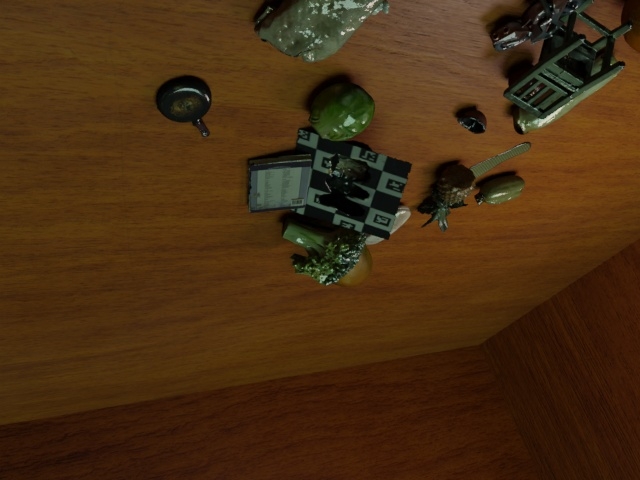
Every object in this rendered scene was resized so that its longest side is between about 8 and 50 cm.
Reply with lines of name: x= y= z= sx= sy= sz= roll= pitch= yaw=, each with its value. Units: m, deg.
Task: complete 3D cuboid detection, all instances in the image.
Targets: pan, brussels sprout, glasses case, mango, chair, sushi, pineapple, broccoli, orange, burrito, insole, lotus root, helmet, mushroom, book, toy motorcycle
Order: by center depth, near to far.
burrito: x=0.041 y=-0.450 z=1.286 sx=0.348 sy=0.107 sz=0.175 roll=-33 pitch=154 yaw=30
pan: x=-0.272 y=-0.265 z=1.500 sx=0.115 sy=0.040 sz=0.212 roll=-16 pitch=155 yaw=2
toy motorcycle: x=0.469 y=-0.490 z=1.565 sx=0.212 sy=0.084 sz=0.118 roll=-28 pitch=163 yaw=26
brussels sprout: x=0.049 y=-0.288 z=1.609 sx=0.155 sy=0.117 sz=0.155 roll=-26 pitch=156 yaw=-12
orange: x=0.800 y=-0.528 z=1.638 sx=0.224 sy=0.170 sz=0.224 roll=-25 pitch=166 yaw=-7
chair: x=0.574 y=-0.424 z=1.668 sx=0.136 sy=0.147 sz=0.270 roll=26 pitch=155 yaw=-15
book: x=-0.110 y=-0.146 z=1.857 sx=0.158 sy=0.026 sz=0.231 roll=-7 pitch=152 yaw=-10
sushi: x=0.080 y=-0.174 z=1.879 sx=0.296 sy=0.100 sz=0.373 roll=17 pitch=150 yaw=5
helmet: x=0.408 y=-0.325 z=1.894 sx=0.084 sy=0.049 sz=0.065 roll=31 pitch=163 yaw=-28
mushroom: x=0.658 y=-0.390 z=1.919 sx=0.312 sy=0.081 sz=0.100 roll=-33 pitch=159 yaw=22
broccoli: x=0.000 y=0.000 z=2.102 sx=0.243 sy=0.247 sz=0.263 roll=25 pitch=164 yaw=-14
pineapple: x=0.385 y=-0.126 z=2.212 sx=0.130 sy=0.119 sz=0.277 roll=-32 pitch=162 yaw=-21
insole: x=0.539 y=-0.242 z=2.219 sx=0.253 sy=0.005 sz=0.086 roll=-28 pitch=155 yaw=14
glasses case: x=0.210 y=-0.048 z=2.303 sx=0.081 sy=0.051 sz=0.204 roll=0 pitch=148 yaw=-41
mango: x=0.072 y=0.058 z=2.316 sx=0.176 sy=0.139 sz=0.254 roll=-29 pitch=141 yaw=2
lotus root: x=0.581 y=-0.165 z=2.322 sx=0.183 sy=0.077 sz=0.090 roll=-17 pitch=148 yaw=-14

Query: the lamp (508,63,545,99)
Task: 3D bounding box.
lamp: x=0.523 y=-0.396 z=1.790 sx=0.101 sy=0.090 sz=0.101 roll=14 pitch=169 yaw=3

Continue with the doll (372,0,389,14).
doll: x=0.090 y=-0.452 z=1.400 sx=0.085 sy=0.040 sz=0.058 roll=-5 pitch=141 yaw=-30
